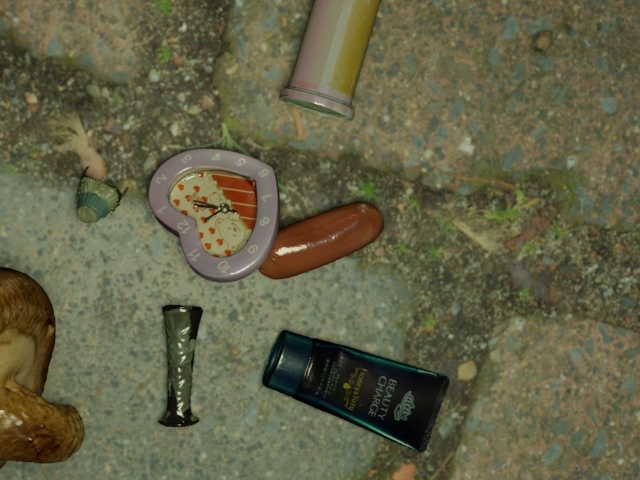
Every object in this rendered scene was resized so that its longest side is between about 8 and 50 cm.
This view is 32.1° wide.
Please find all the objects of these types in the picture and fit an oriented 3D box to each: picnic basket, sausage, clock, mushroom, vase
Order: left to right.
[{"bbox_3d":[-0.476,0.198,1.407,0.239,0.345,0.345,-1,94,28],"label":"mushroom"},{"bbox_3d":[-0.306,-0.061,1.538,0.065,0.083,0.083,22,45,-9],"label":"picnic basket"},{"bbox_3d":[-0.197,0.176,1.565,0.059,0.059,0.166,2,92,-9],"label":"vase"},{"bbox_3d":[-0.133,-0.044,1.547,0.172,0.064,0.198,-36,75,-8],"label":"clock"},{"bbox_3d":[0.000,0.000,1.579,0.194,0.077,0.077,-23,96,-9],"label":"sausage"}]

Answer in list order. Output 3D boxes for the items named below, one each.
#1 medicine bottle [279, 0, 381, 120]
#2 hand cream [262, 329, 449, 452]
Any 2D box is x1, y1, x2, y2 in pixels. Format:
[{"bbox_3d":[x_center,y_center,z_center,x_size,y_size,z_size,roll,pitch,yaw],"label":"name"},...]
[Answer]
[{"bbox_3d":[0.055,-0.385,1.555,0.108,0.108,0.425,17,89,-10],"label":"medicine bottle"},{"bbox_3d":[0.052,0.213,1.615,0.271,0.061,0.120,21,84,-17],"label":"hand cream"}]
